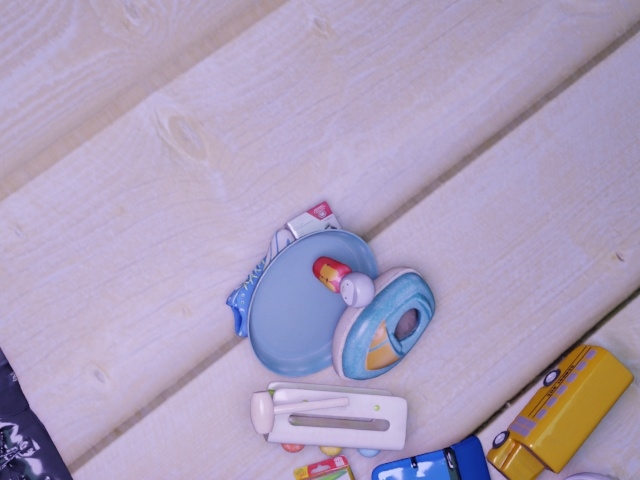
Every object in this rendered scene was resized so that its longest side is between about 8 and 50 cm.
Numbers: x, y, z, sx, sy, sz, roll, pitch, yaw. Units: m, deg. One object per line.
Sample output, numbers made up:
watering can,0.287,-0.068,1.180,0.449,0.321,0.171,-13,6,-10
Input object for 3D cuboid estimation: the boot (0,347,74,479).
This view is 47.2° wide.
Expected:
boot,-0.656,0.475,1.361,0.366,0.146,0.445,-27,96,-9

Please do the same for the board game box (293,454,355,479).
board game box,0.039,0.577,1.498,0.124,0.039,0.260,-21,88,14

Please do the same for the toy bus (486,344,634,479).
toy bus,0.507,0.380,1.563,0.108,0.130,0.333,44,81,-5

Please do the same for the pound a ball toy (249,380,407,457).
pound a ball toy,0.009,0.361,1.439,0.319,0.208,0.136,6,85,-10

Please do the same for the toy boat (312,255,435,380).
toy boat,0.104,0.147,1.441,0.267,0.148,0.318,-50,132,-9

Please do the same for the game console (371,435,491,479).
game console,0.253,0.572,1.488,0.250,0.173,0.293,-14,77,0

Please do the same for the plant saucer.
plant saucer,-0.018,0.121,1.462,0.317,0.043,0.318,-16,119,-31

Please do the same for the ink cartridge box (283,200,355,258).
ink cartridge box,0.000,0.000,1.535,0.099,0.056,0.135,-31,92,-11

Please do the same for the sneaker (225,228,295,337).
sneaker,-0.119,0.091,1.478,0.126,0.091,0.240,7,86,-30

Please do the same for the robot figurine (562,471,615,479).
robot figurine,0.524,0.604,1.475,0.353,0.299,0.200,-24,121,-41
